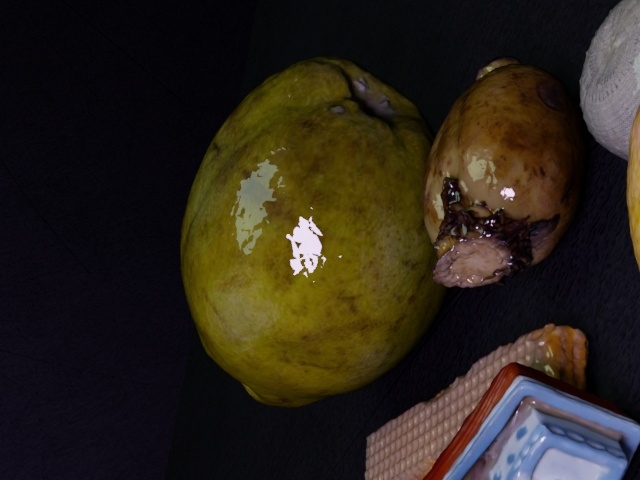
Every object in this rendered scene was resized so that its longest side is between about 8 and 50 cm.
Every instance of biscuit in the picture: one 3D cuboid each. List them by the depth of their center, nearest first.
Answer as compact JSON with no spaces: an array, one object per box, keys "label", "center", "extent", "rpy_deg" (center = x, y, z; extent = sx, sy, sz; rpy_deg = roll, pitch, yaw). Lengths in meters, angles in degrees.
[{"label":"biscuit","center":[0.145,0.188,1.126],"extent":[0.379,0.054,0.094],"rpy_deg":[131,150,-55]}]

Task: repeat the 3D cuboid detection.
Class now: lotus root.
[{"label":"lotus root","center":[0.184,-0.076,1.112],"extent":[0.169,0.141,0.314],"rpy_deg":[-49,19,49]}]

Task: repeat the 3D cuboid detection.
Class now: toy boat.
[{"label":"toy boat","center":[0.135,0.269,0.910],"extent":[0.133,0.145,0.332],"rpy_deg":[-94,29,-68]}]

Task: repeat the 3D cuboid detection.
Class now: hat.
[{"label":"hat","center":[0.277,-0.127,0.868],"extent":[0.257,0.130,0.257],"rpy_deg":[-163,90,-74]}]

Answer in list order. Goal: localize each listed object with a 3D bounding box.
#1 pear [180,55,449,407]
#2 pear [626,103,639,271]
[{"label":"pear","center":[0.000,0.000,1.316],"extent":[0.352,0.352,0.413],"rpy_deg":[-98,23,-55]},{"label":"pear","center":[0.278,-0.030,0.547],"extent":[0.271,0.271,0.271],"rpy_deg":[-163,90,-74]}]
